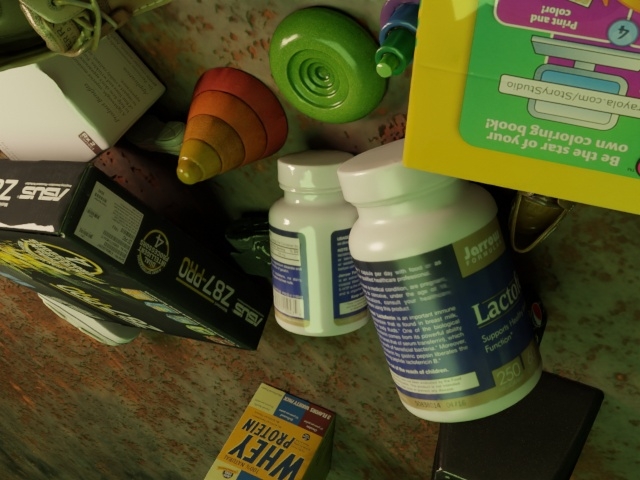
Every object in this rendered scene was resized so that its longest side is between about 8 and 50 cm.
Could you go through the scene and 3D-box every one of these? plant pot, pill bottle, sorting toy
[{"bbox_3d":[0.226,0.273,0.995,0.188,0.167,0.187,18,139,18],"label":"plant pot"},{"bbox_3d":[0.000,0.000,0.869,0.112,0.112,0.186,8,110,27],"label":"pill bottle"},{"bbox_3d":[0.116,0.033,0.790,0.153,0.153,0.264,-8,109,39],"label":"pill bottle"},{"bbox_3d":[-0.033,-0.132,0.774,0.365,0.126,0.127,-18,120,45],"label":"sorting toy"}]

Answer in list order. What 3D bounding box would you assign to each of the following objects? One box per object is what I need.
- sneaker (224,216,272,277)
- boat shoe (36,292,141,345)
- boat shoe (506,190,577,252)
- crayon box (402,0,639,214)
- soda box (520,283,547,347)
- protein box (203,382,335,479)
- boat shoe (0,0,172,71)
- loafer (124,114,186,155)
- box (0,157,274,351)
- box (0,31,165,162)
[{"bbox_3d":[-0.055,0.011,1.002,0.170,0.051,0.089,1,142,26],"label":"sneaker"},{"bbox_3d":[-0.409,0.077,1.276,0.267,0.096,0.088,39,139,-19],"label":"boat shoe"},{"bbox_3d":[0.220,-0.054,0.738,0.064,0.060,0.178,24,140,10],"label":"boat shoe"},{"bbox_3d":[0.254,-0.162,0.533,0.363,0.106,0.313,13,136,13],"label":"crayon box"},{"bbox_3d":[0.174,0.093,0.929,0.169,0.053,0.060,-7,126,37],"label":"soda box"},{"bbox_3d":[-0.081,0.385,1.288,0.136,0.200,0.201,20,139,15],"label":"protein box"},{"bbox_3d":[-0.232,-0.218,0.725,0.341,0.110,0.121,-17,152,7],"label":"boat shoe"},{"bbox_3d":[-0.190,-0.120,0.942,0.125,0.045,0.039,16,153,46],"label":"loafer"},{"bbox_3d":[-0.291,0.023,1.016,0.318,0.097,0.395,8,160,30],"label":"box"},{"bbox_3d":[-0.313,-0.178,0.917,0.182,0.119,0.181,-21,117,45],"label":"box"}]
